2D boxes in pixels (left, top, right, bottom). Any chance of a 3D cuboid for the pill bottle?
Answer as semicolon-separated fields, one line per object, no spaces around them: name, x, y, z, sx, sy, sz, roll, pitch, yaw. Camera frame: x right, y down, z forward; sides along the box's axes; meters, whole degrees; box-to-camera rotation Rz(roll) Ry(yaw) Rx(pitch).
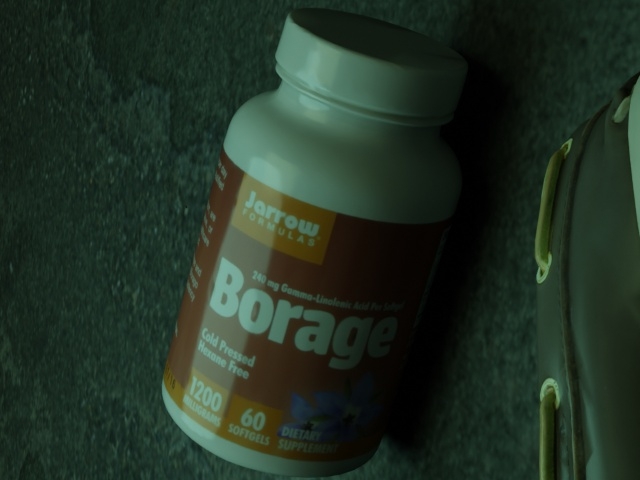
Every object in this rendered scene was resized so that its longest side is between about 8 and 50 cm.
pill bottle;0.000;0.000;0.740;0.121;0.121;0.216;47;127;55

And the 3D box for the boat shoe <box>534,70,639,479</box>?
boat shoe;0.126;0.091;0.495;0.097;0.117;0.324;146;128;-62
